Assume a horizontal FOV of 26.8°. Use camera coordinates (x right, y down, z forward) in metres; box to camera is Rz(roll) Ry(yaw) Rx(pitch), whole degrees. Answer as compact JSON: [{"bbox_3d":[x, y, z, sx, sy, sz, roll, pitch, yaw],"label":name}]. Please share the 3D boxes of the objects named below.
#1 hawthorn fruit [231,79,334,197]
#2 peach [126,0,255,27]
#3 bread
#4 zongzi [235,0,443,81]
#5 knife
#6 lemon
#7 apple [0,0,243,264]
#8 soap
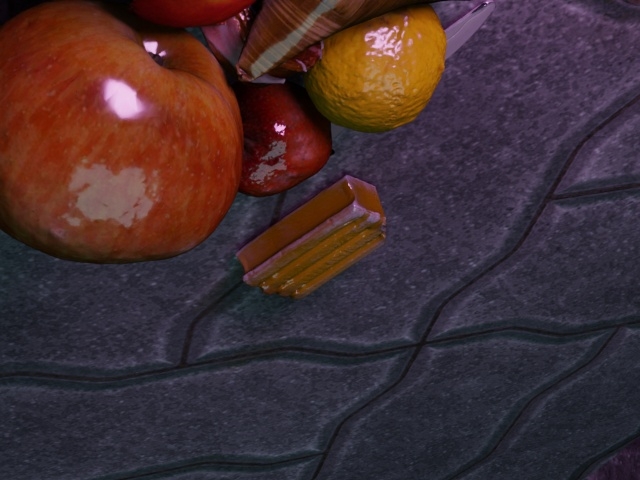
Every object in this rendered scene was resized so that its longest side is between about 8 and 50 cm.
[{"bbox_3d":[-0.054,-0.129,1.707,0.194,0.157,0.157,4,145,-43],"label":"hawthorn fruit"},{"bbox_3d":[-0.146,-0.306,1.298,0.196,0.189,0.226,18,-176,35],"label":"peach"},{"bbox_3d":[-0.069,-0.250,1.477,0.073,0.160,0.160,-19,157,36],"label":"bread"},{"bbox_3d":[0.053,-0.268,1.444,0.286,0.134,0.288,18,102,-50],"label":"zongzi"},{"bbox_3d":[0.097,-0.210,1.777,0.336,0.043,0.081,-30,156,16],"label":"knife"},{"bbox_3d":[0.063,-0.217,1.592,0.181,0.180,0.193,-10,-171,-16],"label":"lemon"},{"bbox_3d":[-0.218,-0.122,1.388,0.309,0.277,0.250,-23,141,-40],"label":"apple"},{"bbox_3d":[0.000,0.000,2.055,0.232,0.073,0.140,-34,150,26],"label":"soap"}]
